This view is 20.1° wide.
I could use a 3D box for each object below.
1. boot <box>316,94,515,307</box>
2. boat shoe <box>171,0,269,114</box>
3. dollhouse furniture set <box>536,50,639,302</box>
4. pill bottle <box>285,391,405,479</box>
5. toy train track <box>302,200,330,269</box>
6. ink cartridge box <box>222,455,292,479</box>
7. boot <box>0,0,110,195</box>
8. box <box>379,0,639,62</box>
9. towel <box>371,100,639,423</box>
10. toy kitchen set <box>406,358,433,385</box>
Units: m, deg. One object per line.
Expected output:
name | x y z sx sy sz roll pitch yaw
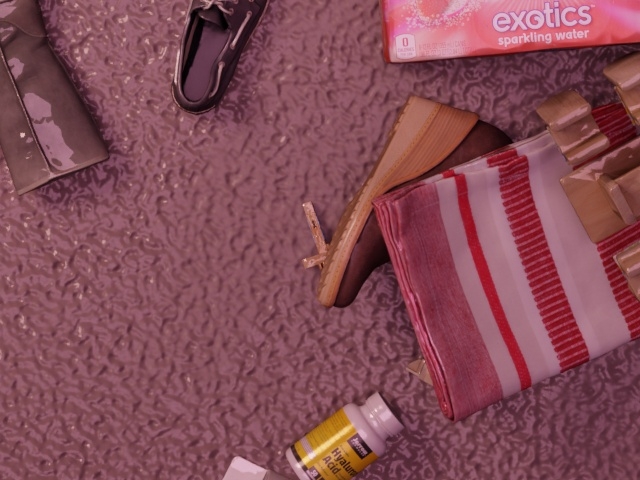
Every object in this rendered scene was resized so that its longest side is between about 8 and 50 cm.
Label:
boot | 0.131 -0.004 1.819 0.207 0.090 0.248 29 81 -5
boat shoe | -0.098 -0.225 1.824 0.075 0.065 0.206 20 95 -2
dollhouse furniture set | 0.353 -0.093 1.783 0.242 0.161 0.212 -29 104 4
pill bottle | 0.027 0.209 1.866 0.116 0.065 0.065 -38 94 3
toy train track | 0.000 0.000 1.873 0.048 0.014 0.083 -19 90 9
ink cartridge box | -0.032 0.311 1.878 0.180 0.060 0.104 26 95 -2
boot | -0.333 -0.146 1.836 0.189 0.076 0.208 -17 102 4
box | 0.207 -0.260 1.782 0.300 0.142 0.154 -4 95 0
towel | 0.232 0.012 1.807 0.329 0.037 0.237 -22 99 -18
toy kitchen set | 0.137 0.115 1.859 0.068 0.083 0.075 26 96 39
